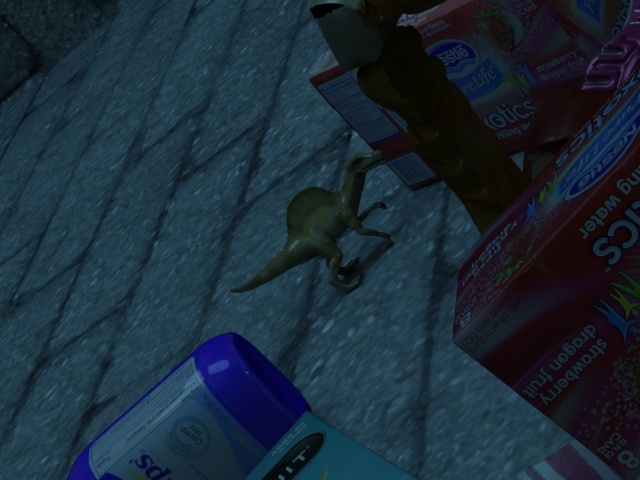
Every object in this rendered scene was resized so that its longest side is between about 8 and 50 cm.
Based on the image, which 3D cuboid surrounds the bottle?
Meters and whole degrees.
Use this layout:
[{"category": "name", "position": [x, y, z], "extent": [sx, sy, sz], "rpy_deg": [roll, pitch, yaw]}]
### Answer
[{"category": "bottle", "position": [-0.139, 0.200, 1.491], "extent": [0.283, 0.118, 0.092], "rpy_deg": [-41, 19, 8]}]

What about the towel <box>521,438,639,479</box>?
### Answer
[{"category": "towel", "position": [0.212, 0.102, 1.020], "extent": [0.197, 0.029, 0.144], "rpy_deg": [-31, 16, -8]}]

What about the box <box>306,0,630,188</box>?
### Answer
[{"category": "box", "position": [0.150, -0.174, 1.635], "extent": [0.300, 0.154, 0.142], "rpy_deg": [-21, 30, 53]}]

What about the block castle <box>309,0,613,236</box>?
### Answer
[{"category": "block castle", "position": [0.248, -0.166, 1.135], "extent": [0.453, 0.303, 0.213], "rpy_deg": [-21, 29, 39]}]

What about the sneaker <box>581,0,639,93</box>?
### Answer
[{"category": "sneaker", "position": [0.267, -0.133, 1.402], "extent": [0.103, 0.111, 0.252], "rpy_deg": [12, 70, 23]}]

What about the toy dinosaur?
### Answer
[{"category": "toy dinosaur", "position": [0.000, 0.000, 1.670], "extent": [0.183, 0.092, 0.053], "rpy_deg": [-47, 18, -8]}]

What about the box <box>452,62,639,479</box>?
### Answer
[{"category": "box", "position": [0.198, -0.018, 0.983], "extent": [0.257, 0.128, 0.122], "rpy_deg": [-48, 9, 19]}]

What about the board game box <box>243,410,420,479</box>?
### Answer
[{"category": "board game box", "position": [-0.016, 0.254, 1.173], "extent": [0.254, 0.079, 0.336], "rpy_deg": [-47, 18, -9]}]
